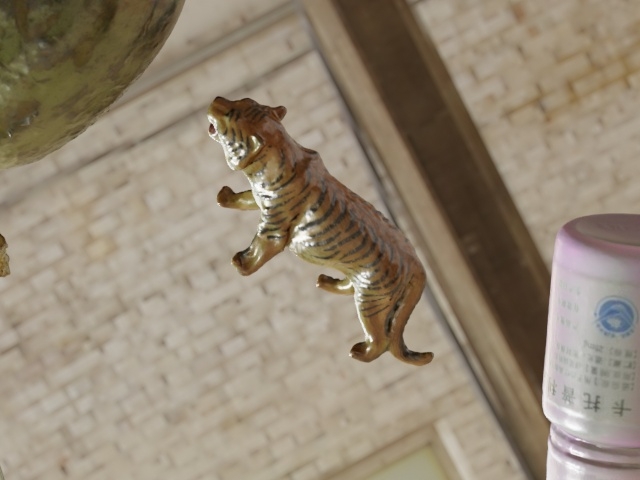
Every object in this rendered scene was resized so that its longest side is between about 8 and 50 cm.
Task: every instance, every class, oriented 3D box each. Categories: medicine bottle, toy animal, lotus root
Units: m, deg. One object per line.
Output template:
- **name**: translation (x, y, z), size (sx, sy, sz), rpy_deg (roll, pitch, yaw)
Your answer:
- **medicine bottle**: translation (0.275, 0.112, 1.698), size (0.152, 0.254, 0.152), rpy_deg (3, -166, -1)
- **toy animal**: translation (0.000, 0.000, 1.286), size (0.099, 0.241, 0.057), rpy_deg (-37, -163, 40)
- **lotus root**: translation (-0.193, -0.163, 1.368), size (0.309, 0.173, 0.173), rpy_deg (-43, -176, 28)

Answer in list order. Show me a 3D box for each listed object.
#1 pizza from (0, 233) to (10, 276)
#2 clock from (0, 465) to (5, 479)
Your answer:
- **pizza**: translation (-0.266, 0.022, 1.057), size (0.046, 0.175, 0.134), rpy_deg (110, -9, -50)
- **clock**: translation (-0.159, 0.166, 0.538), size (0.114, 0.309, 0.284), rpy_deg (-30, 164, 17)
